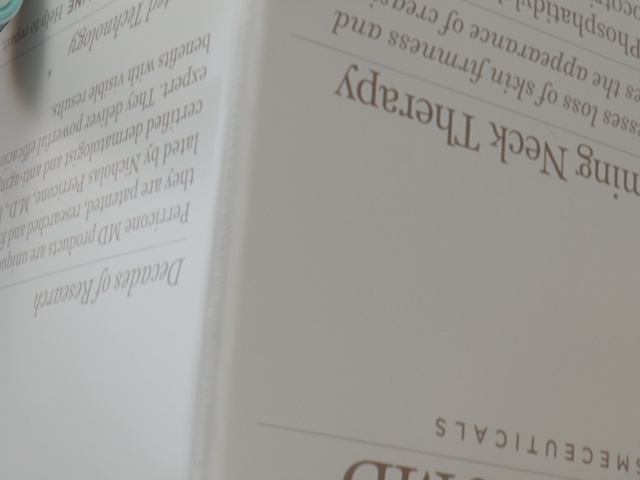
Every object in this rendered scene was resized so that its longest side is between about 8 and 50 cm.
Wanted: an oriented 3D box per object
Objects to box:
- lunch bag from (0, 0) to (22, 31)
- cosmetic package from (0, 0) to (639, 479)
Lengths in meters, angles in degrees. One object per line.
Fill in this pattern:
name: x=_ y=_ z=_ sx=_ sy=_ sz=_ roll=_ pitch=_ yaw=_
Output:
lunch bag: x=-0.277 y=-0.219 z=0.879 sx=0.108 sy=0.224 sz=0.279 roll=-33 pitch=57 yaw=45
cosmetic package: x=0.000 y=0.000 z=0.891 sx=0.327 sy=0.329 sz=0.394 roll=-14 pitch=66 yaw=53
